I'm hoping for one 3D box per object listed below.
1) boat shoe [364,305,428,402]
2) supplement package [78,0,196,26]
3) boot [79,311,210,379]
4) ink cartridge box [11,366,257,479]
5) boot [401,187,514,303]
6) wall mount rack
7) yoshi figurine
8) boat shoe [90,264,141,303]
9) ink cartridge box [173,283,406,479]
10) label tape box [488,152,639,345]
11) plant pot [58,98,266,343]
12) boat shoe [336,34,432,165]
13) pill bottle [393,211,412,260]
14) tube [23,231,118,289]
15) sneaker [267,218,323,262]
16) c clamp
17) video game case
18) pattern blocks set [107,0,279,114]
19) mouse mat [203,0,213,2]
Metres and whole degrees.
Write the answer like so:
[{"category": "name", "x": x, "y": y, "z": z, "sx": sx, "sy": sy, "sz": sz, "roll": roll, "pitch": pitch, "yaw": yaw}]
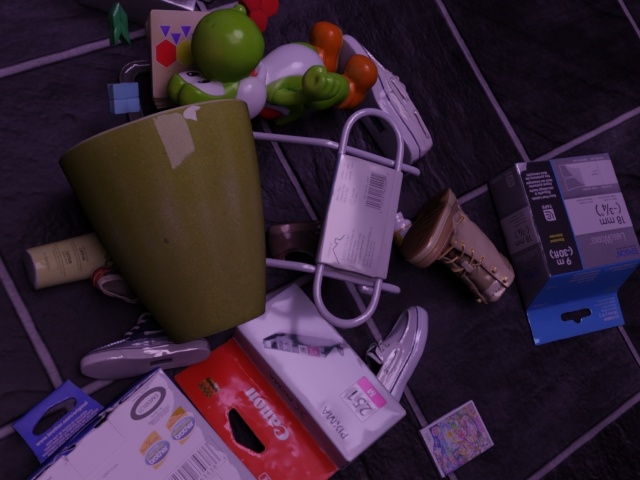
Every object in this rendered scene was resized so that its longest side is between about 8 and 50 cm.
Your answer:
[{"category": "boat shoe", "x": 0.111, "y": 0.200, "z": 1.339, "sx": 0.076, "sy": 0.083, "sz": 0.226, "roll": 29, "pitch": 65, "yaw": -15}, {"category": "supplement package", "x": -0.296, "y": -0.429, "z": 1.341, "sx": 0.179, "sy": 0.105, "sz": 0.105, "roll": 15, "pitch": 73, "yaw": -19}, {"category": "boot", "x": -0.264, "y": 0.149, "z": 1.206, "sx": 0.190, "sy": 0.069, "sz": 0.086, "roll": -5, "pitch": 55, "yaw": -23}, {"category": "ink cartridge box", "x": -0.241, "y": 0.361, "z": 1.090, "sx": 0.270, "sy": 0.151, "sz": 0.395, "roll": -42, "pitch": 95, "yaw": -29}, {"category": "boot", "x": 0.244, "y": 0.032, "z": 1.402, "sx": 0.203, "sy": 0.095, "sz": 0.262, "roll": 50, "pitch": 24, "yaw": -6}, {"category": "wall mount rack", "x": -0.004, "y": -0.044, "z": 1.279, "sx": 0.304, "sy": 0.130, "sz": 0.350, "roll": 15, "pitch": 79, "yaw": -20}, {"category": "yoshi figurine", "x": -0.074, "y": -0.293, "z": 1.308, "sx": 0.362, "sy": 0.204, "sz": 0.203, "roll": -18, "pitch": 98, "yaw": -40}, {"category": "boat shoe", "x": -0.275, "y": 0.071, "z": 1.206, "sx": 0.137, "sy": 0.043, "sz": 0.049, "roll": 21, "pitch": 99, "yaw": -40}, {"category": "ink cartridge box", "x": -0.047, "y": 0.234, "z": 1.234, "sx": 0.239, "sy": 0.060, "sz": 0.275, "roll": -33, "pitch": 73, "yaw": -30}, {"category": "label tape box", "x": 0.487, "y": 0.011, "z": 1.558, "sx": 0.241, "sy": 0.106, "sz": 0.333, "roll": -9, "pitch": 77, "yaw": -26}, {"category": "plant pot", "x": -0.187, "y": -0.014, "z": 1.147, "sx": 0.275, "sy": 0.275, "sz": 0.293, "roll": -19, "pitch": 90, "yaw": -28}, {"category": "boat shoe", "x": 0.117, "y": -0.264, "z": 1.485, "sx": 0.088, "sy": 0.096, "sz": 0.267, "roll": -35, "pitch": 91, "yaw": -33}, {"category": "pill bottle", "x": 0.151, "y": -0.008, "z": 1.446, "sx": 0.043, "sy": 0.043, "sz": 0.083, "roll": -28, "pitch": 86, "yaw": -29}, {"category": "tube", "x": -0.319, "y": 0.015, "z": 1.221, "sx": 0.240, "sy": 0.062, "sz": 0.070, "roll": -14, "pitch": 123, "yaw": -33}, {"category": "sneaker", "x": 0.000, "y": 0.000, "z": 1.375, "sx": 0.188, "sy": 0.066, "sz": 0.071, "roll": -6, "pitch": 93, "yaw": -20}, {"category": "c clamp", "x": -0.262, "y": -0.247, "z": 1.348, "sx": 0.137, "sy": 0.022, "sz": 0.160, "roll": -5, "pitch": 75, "yaw": -26}, {"category": "video game case", "x": 0.234, "y": 0.340, "z": 1.391, "sx": 0.122, "sy": 0.011, "sz": 0.087, "roll": -23, "pitch": 84, "yaw": -28}, {"category": "pattern blocks set", "x": -0.204, "y": -0.300, "z": 1.313, "sx": 0.325, "sy": 0.026, "sz": 0.285, "roll": -2, "pitch": 102, "yaw": -47}, {"category": "mouse mat", "x": -0.240, "y": -0.529, "z": 1.457, "sx": 0.153, "sy": 0.007, "sz": 0.189, "roll": 20, "pitch": 66, "yaw": -17}]
